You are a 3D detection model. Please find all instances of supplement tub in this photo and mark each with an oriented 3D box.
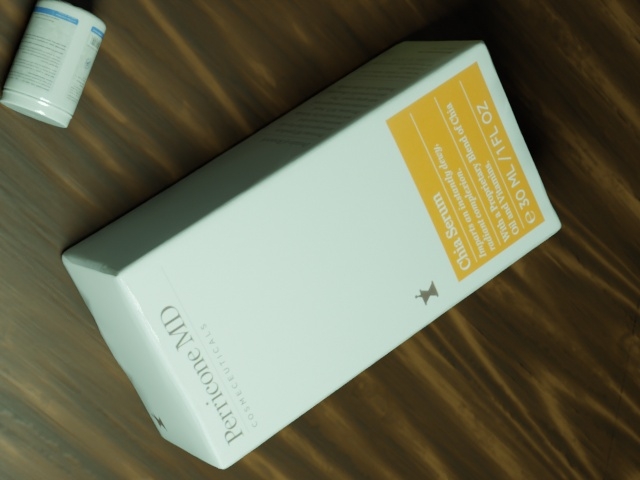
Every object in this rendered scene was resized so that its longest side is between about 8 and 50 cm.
[{"bbox_3d":[-0.251,-0.167,1.469,0.071,0.071,0.107,24,84,-29],"label":"supplement tub"}]

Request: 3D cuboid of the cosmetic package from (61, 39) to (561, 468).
[{"bbox_3d":[0.000,0.000,1.579,0.453,0.161,0.230,-34,111,-21],"label":"cosmetic package"}]
